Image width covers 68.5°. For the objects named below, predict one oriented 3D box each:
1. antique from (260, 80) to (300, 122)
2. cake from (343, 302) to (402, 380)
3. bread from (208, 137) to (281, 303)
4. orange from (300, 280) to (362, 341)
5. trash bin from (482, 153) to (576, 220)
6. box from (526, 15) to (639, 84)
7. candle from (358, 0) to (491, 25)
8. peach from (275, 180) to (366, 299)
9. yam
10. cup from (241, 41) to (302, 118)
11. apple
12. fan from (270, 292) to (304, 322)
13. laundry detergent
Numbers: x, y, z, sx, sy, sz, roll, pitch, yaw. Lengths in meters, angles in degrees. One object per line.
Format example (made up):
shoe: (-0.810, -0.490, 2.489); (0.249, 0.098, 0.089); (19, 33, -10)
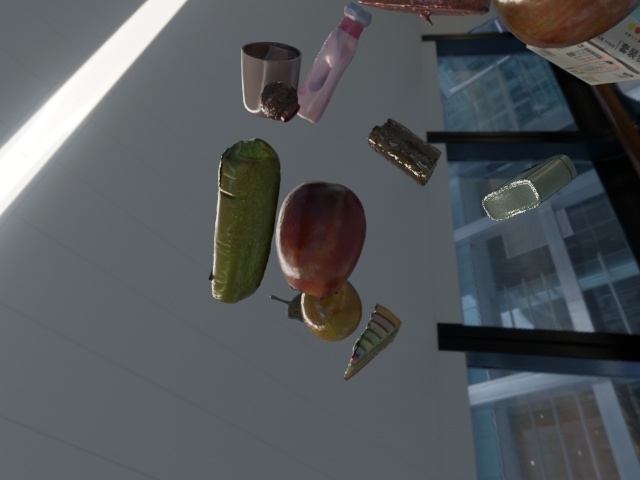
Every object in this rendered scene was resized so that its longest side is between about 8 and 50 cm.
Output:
antique: (-0.105, -0.351, 1.183); (0.104, 0.104, 0.104); (35, -138, -38)
cake: (0.145, 0.288, 1.296); (0.090, 0.109, 0.225); (27, -133, 13)
bread: (-0.161, -0.033, 1.049); (0.166, 0.112, 0.383); (-54, -23, -63)
orange: (0.039, 0.238, 1.661); (0.236, 0.236, 0.236); (35, -138, -38)
trash bin: (0.376, -0.095, 0.851); (0.130, 0.116, 0.059); (-29, -92, -32)
box: (0.644, -0.462, 1.114); (0.221, 0.091, 0.274); (28, -165, -6)
candle: (0.227, -0.556, 1.057); (0.317, 0.288, 0.131); (-108, 21, -65)
peach: (0.000, 0.000, 1.354); (0.281, 0.281, 0.338); (14, -99, -51)
yam: (0.277, -0.293, 1.543); (0.238, 0.129, 0.128); (38, -162, 16)
cup: (-0.164, -0.544, 1.575); (0.192, 0.200, 0.252); (5, -141, -4)
apple: (0.310, -0.341, 0.576); (0.188, 0.174, 0.188); (2, -95, -18)
fan: (-0.099, 0.255, 1.856); (0.220, 0.132, 0.009); (23, -163, -23)
laundry detergent: (0.032, -0.509, 1.357); (0.088, 0.335, 0.159); (20, -156, -28)
